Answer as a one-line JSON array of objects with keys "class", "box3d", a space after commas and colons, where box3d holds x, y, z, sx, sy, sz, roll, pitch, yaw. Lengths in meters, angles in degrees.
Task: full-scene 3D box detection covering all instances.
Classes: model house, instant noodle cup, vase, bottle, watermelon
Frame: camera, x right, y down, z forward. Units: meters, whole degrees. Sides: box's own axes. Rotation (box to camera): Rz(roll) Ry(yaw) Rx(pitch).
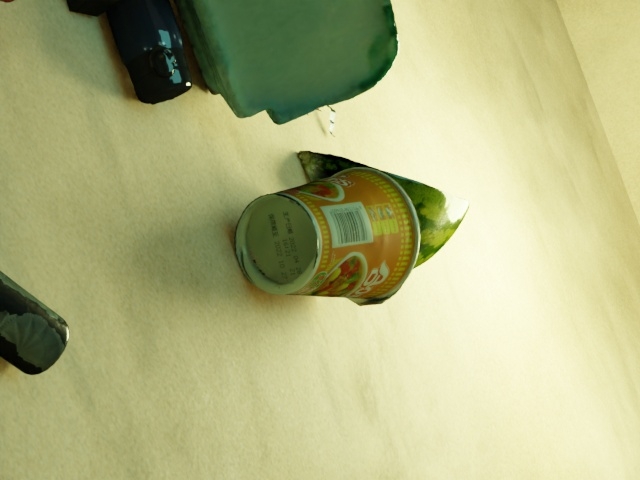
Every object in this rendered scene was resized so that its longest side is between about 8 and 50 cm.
[{"class": "model house", "box3d": [-0.073, -0.318, 1.923, 0.249, 0.230, 0.280, -123, -167, -49]}, {"class": "instant noodle cup", "box3d": [0.000, 0.000, 1.883, 0.185, 0.168, 0.168, -6, 73, -56]}, {"class": "vase", "box3d": [-0.297, 0.038, 1.346, 0.211, 0.060, 0.060, 42, 33, -39]}, {"class": "bottle", "box3d": [-0.204, -0.268, 1.798, 0.082, 0.072, 0.244, 127, -55, -70]}, {"class": "watermelon", "box3d": [0.095, -0.019, 2.170, 0.303, 0.159, 0.128, 20, 88, -56]}]

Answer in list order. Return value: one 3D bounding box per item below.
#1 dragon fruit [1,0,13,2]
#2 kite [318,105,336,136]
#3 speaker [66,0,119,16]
[{"class": "dragon fruit", "box3d": [-0.357, -0.291, 1.479, 0.274, 0.126, 0.161, 39, 44, -28]}, {"class": "kite", "box3d": [-0.049, -0.290, 2.207, 0.169, 0.015, 0.310, 27, 42, -54]}, {"class": "speaker", "box3d": [-0.270, -0.338, 1.770, 0.046, 0.040, 0.191, 3, 65, -55]}]
